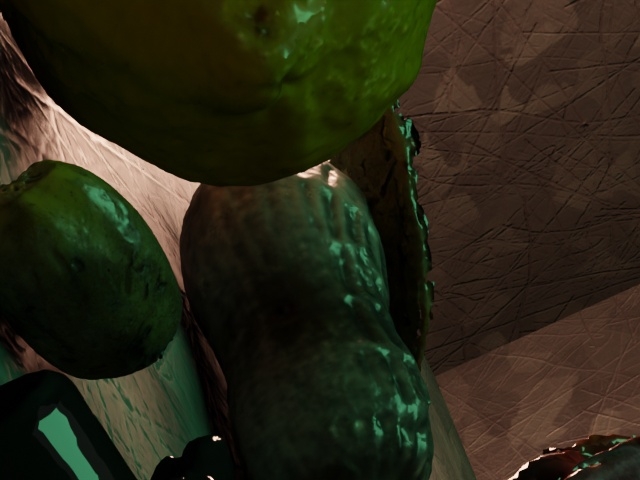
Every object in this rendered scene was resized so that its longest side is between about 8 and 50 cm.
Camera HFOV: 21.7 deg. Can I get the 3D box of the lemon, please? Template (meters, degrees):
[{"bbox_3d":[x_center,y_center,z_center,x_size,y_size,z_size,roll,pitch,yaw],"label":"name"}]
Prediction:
[{"bbox_3d":[-0.043,-0.129,0.741,0.260,0.204,0.204,-106,171,-62],"label":"lemon"}]

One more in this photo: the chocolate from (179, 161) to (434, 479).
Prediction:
[{"bbox_3d":[-0.009,0.047,0.837,0.110,0.110,0.248,61,6,-49],"label":"chocolate"}]

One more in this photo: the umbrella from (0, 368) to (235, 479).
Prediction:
[{"bbox_3d":[-0.002,0.147,0.347,0.122,0.110,0.272,-46,116,-45],"label":"umbrella"}]

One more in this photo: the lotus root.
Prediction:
[{"bbox_3d":[-0.074,0.014,0.531,0.049,0.054,0.099,56,-4,42],"label":"lotus root"}]

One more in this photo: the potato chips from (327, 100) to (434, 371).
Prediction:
[{"bbox_3d":[-0.004,0.001,0.960,0.220,0.029,0.202,11,-74,58],"label":"potato chips"}]

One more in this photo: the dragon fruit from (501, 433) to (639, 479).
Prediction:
[{"bbox_3d":[0.179,0.277,0.828,0.296,0.314,0.263,-92,-159,-43],"label":"dragon fruit"}]
